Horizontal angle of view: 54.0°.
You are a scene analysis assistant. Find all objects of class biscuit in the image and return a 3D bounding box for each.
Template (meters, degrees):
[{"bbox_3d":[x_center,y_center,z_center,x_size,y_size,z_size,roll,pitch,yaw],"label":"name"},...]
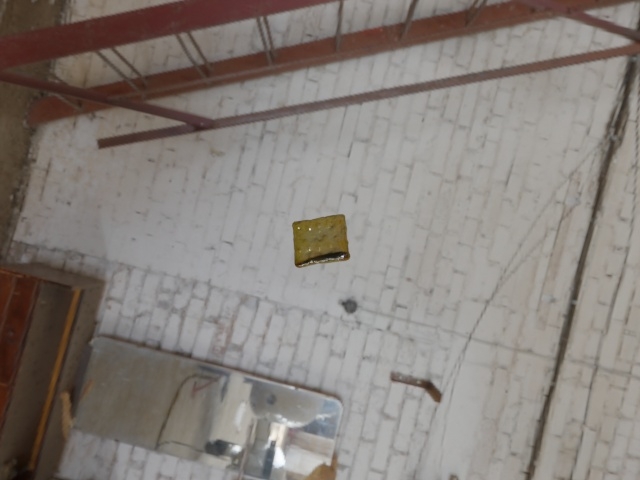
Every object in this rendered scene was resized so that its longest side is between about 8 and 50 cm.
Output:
[{"bbox_3d":[0.000,0.000,0.931,0.018,0.084,0.081,73,9,-58],"label":"biscuit"}]
